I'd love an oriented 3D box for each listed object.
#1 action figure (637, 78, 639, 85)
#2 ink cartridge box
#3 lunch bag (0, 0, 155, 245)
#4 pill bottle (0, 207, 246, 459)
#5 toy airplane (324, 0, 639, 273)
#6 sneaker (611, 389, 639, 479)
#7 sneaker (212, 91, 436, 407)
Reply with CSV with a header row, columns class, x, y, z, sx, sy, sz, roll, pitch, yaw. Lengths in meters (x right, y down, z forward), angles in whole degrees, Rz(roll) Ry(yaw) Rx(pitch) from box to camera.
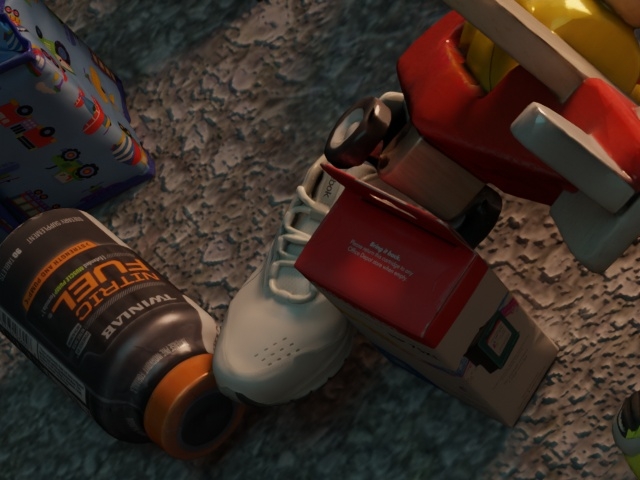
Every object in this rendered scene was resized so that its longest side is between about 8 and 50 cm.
class,x,y,z,sx,sy,sz,roll,pitch,yaw
action figure,0.370,-0.120,1.533,0.280,0.139,0.091,12,72,57
ink cartridge box,0.074,0.042,1.502,0.134,0.231,0.078,27,79,37
lunch bag,-0.338,-0.083,1.800,0.293,0.221,0.138,-31,53,10
pill bottle,-0.167,0.084,1.674,0.130,0.130,0.245,-50,53,-4
toy airplane,0.187,-0.114,1.373,0.384,0.386,0.272,31,83,23
sneaker,0.323,0.241,1.263,0.384,0.145,0.147,43,124,24
sneaker,0.000,0.000,1.592,0.111,0.129,0.297,22,62,21
